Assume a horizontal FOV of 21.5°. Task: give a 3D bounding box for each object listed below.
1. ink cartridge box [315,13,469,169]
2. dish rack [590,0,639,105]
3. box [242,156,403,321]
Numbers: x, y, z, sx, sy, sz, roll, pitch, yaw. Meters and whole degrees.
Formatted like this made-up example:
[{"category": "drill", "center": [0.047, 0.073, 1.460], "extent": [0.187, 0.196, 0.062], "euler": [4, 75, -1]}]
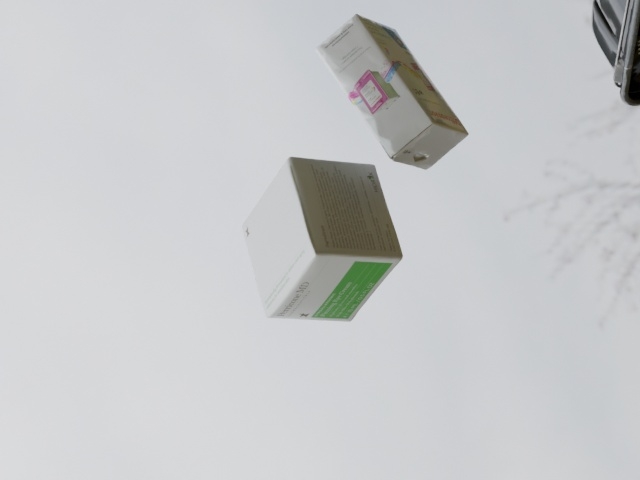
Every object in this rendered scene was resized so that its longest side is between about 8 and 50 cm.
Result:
[{"category": "ink cartridge box", "center": [0.062, -0.126, 1.436], "extent": [0.122, 0.052, 0.088], "euler": [58, -160, 16]}, {"category": "dish rack", "center": [0.292, -0.215, 1.047], "extent": [0.074, 0.271, 0.208], "euler": [59, 167, 27]}, {"category": "box", "center": [0.000, 0.000, 1.408], "extent": [0.087, 0.101, 0.102], "euler": [5, -127, -29]}]
